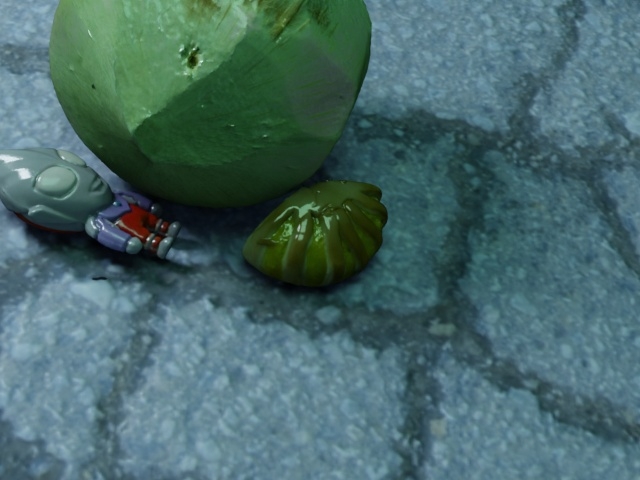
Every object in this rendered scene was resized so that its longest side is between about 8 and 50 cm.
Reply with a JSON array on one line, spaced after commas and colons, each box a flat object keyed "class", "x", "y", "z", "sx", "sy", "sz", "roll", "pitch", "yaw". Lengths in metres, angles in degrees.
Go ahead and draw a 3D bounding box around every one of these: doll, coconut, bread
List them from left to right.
[{"class": "doll", "x": -0.250, "y": -0.042, "z": 1.345, "sx": 0.228, "sy": 0.075, "sz": 0.102, "roll": 25, "pitch": 29, "yaw": -1}, {"class": "coconut", "x": -0.111, "y": -0.177, "z": 1.357, "sx": 0.329, "sy": 0.281, "sz": 0.328, "roll": 18, "pitch": 45, "yaw": -20}, {"class": "bread", "x": 0.000, "y": 0.000, "z": 1.350, "sx": 0.157, "sy": 0.083, "sz": 0.094, "roll": -6, "pitch": 60, "yaw": -18}]
